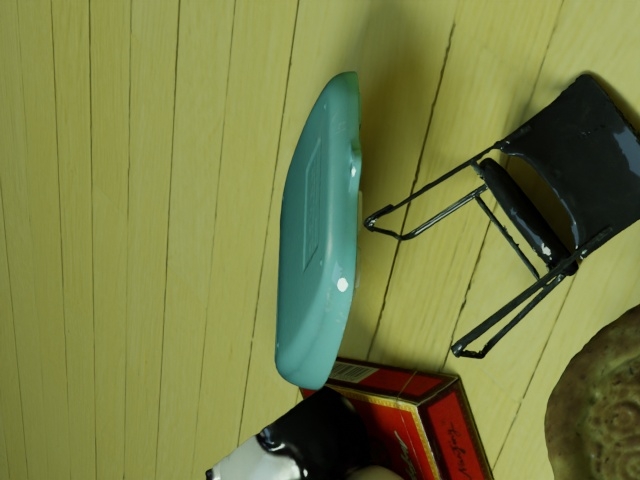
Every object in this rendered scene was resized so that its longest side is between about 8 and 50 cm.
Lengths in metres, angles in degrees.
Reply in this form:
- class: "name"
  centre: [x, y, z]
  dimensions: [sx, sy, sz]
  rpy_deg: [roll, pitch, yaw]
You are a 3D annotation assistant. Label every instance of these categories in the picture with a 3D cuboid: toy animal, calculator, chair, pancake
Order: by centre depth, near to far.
- class: "pancake"
  centre: [0.282, 0.145, 0.872]
  dimensions: [0.250, 0.250, 0.031]
  rpy_deg: [43, 179, 30]
- class: "chair"
  centre: [0.174, -0.020, 1.017]
  dimensions: [0.140, 0.221, 0.145]
  rpy_deg: [55, -169, 13]
- class: "calculator"
  centre: [0.000, 0.000, 1.165]
  dimensions: [0.386, 0.055, 0.256]
  rpy_deg: [115, 158, -67]
- class: "toy animal"
  centre: [0.009, 0.288, 1.301]
  dimensions: [0.187, 0.165, 0.235]
  rpy_deg: [-42, 74, 40]

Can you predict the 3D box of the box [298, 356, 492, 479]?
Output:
- class: "box"
  centre: [0.082, 0.221, 1.374]
  dimensions: [0.240, 0.074, 0.153]
  rpy_deg: [2, 111, 57]
